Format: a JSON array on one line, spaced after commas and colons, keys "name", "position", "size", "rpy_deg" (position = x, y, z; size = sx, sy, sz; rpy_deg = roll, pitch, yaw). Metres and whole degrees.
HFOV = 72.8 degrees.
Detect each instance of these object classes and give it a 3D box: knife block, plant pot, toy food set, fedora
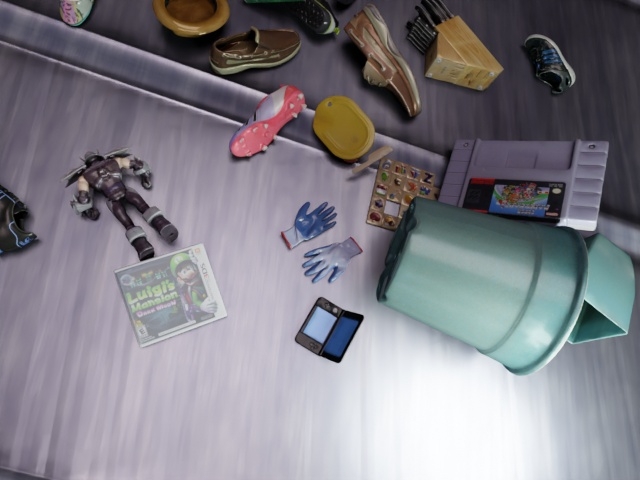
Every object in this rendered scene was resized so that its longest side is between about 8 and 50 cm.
[{"name": "knife block", "position": [0.391, -0.591, 1.277], "size": [0.276, 0.088, 0.241], "rpy_deg": [11, 73, -8]}, {"name": "plant pot", "position": [0.668, 0.106, 1.097], "size": [0.166, 0.165, 0.234], "rpy_deg": [38, 63, 1]}, {"name": "toy food set", "position": [0.075, -0.272, 1.135], "size": [0.128, 0.071, 0.217], "rpy_deg": [-39, 82, 5]}, {"name": "plant pot", "position": [0.321, 0.072, 0.958], "size": [0.335, 0.341, 0.340], "rpy_deg": [21, 71, 3]}, {"name": "fedora", "position": [-0.335, -0.587, 1.129], "size": [0.195, 0.079, 0.194], "rpy_deg": [6, 68, -15]}]

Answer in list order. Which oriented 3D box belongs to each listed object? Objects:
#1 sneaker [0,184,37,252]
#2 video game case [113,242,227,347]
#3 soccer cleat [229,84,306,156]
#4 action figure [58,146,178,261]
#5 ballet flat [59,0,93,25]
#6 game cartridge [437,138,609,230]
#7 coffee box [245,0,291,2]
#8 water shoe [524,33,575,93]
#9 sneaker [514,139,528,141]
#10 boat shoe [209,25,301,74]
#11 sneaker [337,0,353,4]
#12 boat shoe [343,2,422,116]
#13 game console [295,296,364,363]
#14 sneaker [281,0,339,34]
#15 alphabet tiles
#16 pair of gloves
[{"name": "sneaker", "position": [-0.681, -0.085, 0.912], "size": [0.091, 0.081, 0.232], "rpy_deg": [-24, 87, -20]}, {"name": "video game case", "position": [-0.321, 0.115, 0.938], "size": [0.191, 0.022, 0.173], "rpy_deg": [-19, 90, -16]}, {"name": "soccer cleat", "position": [-0.143, -0.304, 1.096], "size": [0.095, 0.083, 0.248], "rpy_deg": [36, 73, 31]}, {"name": "action figure", "position": [-0.440, -0.092, 0.956], "size": [0.185, 0.099, 0.285], "rpy_deg": [-38, 81, -12]}, {"name": "ballet flat", "position": [-0.600, -0.650, 1.092], "size": [0.077, 0.079, 0.221], "rpy_deg": [19, 71, -7]}, {"name": "game cartridge", "position": [0.485, -0.146, 1.067], "size": [0.355, 0.068, 0.230], "rpy_deg": [8, 63, 31]}, {"name": "coffee box", "position": [-0.118, -0.707, 1.175], "size": [0.184, 0.040, 0.113], "rpy_deg": [12, 84, 23]}, {"name": "water shoe", "position": [0.697, -0.546, 1.337], "size": [0.080, 0.073, 0.203], "rpy_deg": [-38, 84, -17]}, {"name": "sneaker", "position": [0.533, -0.117, 1.158], "size": [0.112, 0.121, 0.298], "rpy_deg": [27, 76, -33]}, {"name": "boat shoe", "position": [-0.162, -0.507, 1.132], "size": [0.258, 0.095, 0.095], "rpy_deg": [-27, 81, -18]}, {"name": "sneaker", "position": [0.084, -0.827, 1.288], "size": [0.131, 0.112, 0.318], "rpy_deg": [20, 67, 12]}, {"name": "boat shoe", "position": [0.173, -0.478, 1.198], "size": [0.117, 0.123, 0.324], "rpy_deg": [-29, 90, 16]}, {"name": "game console", "position": [0.019, 0.197, 0.976], "size": [0.107, 0.071, 0.122], "rpy_deg": [32, 70, -2]}, {"name": "sneaker", "position": [-0.032, -0.663, 1.231], "size": [0.097, 0.084, 0.234], "rpy_deg": [-20, 72, -51]}, {"name": "alphabet tiles", "position": [0.252, -0.102, 1.147], "size": [0.238, 0.009, 0.198], "rpy_deg": [17, 71, -7]}, {"name": "pair of gloves", "position": [0.000, 0.000, 1.057], "size": [0.159, 0.023, 0.198], "rpy_deg": [-33, 84, -20]}]
